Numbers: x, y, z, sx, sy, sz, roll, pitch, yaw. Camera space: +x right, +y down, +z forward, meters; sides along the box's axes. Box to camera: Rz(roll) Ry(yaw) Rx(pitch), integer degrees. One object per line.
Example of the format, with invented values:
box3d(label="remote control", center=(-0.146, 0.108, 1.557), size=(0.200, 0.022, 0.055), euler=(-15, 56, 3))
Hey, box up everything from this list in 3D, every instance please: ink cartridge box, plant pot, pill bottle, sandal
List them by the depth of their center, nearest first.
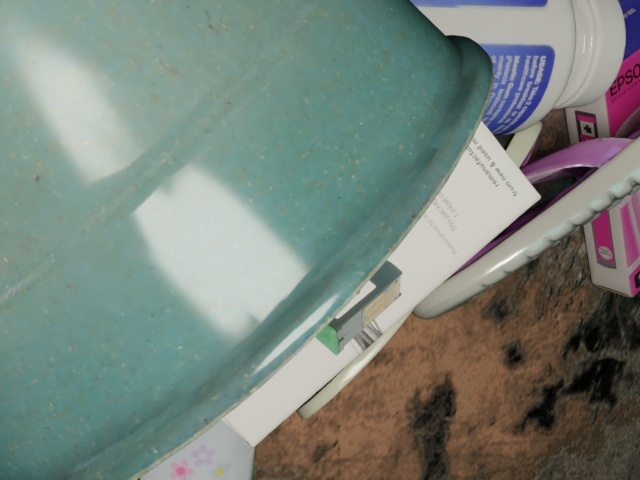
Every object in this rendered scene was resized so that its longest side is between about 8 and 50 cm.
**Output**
box3d(label="plant pot", center=(-0.152, -0.106, 0.508), size=(0.341, 0.341, 0.334), euler=(-47, 107, -19))
box3d(label="ink cartridge box", center=(0.000, 0.000, 0.649), size=(0.219, 0.160, 0.092), euler=(-41, 106, 1))
box3d(label="pill bottle", center=(0.099, -0.155, 0.827), size=(0.272, 0.152, 0.152), euler=(-5, 109, -30))
box3d(label="sandal", center=(0.242, -0.068, 1.016), size=(0.416, 0.102, 0.169), euler=(-34, 171, -5))
box3d(label="ink cartridge box", center=(0.346, -0.134, 1.153), size=(0.176, 0.069, 0.371), euler=(-36, 124, -27))

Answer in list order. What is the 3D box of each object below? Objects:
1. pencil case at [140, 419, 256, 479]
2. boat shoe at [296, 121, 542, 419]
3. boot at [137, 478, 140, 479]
box3d(label="pencil case", center=(-0.106, 0.129, 0.805), size=(0.124, 0.113, 0.273), euler=(8, 104, 1))
box3d(label="boat shoe", center=(0.055, -0.008, 0.907), size=(0.113, 0.127, 0.340), euler=(39, 77, -3))
box3d(label="boot", center=(-0.188, 0.162, 0.659), size=(0.165, 0.213, 0.077), euler=(-40, 105, 20))
